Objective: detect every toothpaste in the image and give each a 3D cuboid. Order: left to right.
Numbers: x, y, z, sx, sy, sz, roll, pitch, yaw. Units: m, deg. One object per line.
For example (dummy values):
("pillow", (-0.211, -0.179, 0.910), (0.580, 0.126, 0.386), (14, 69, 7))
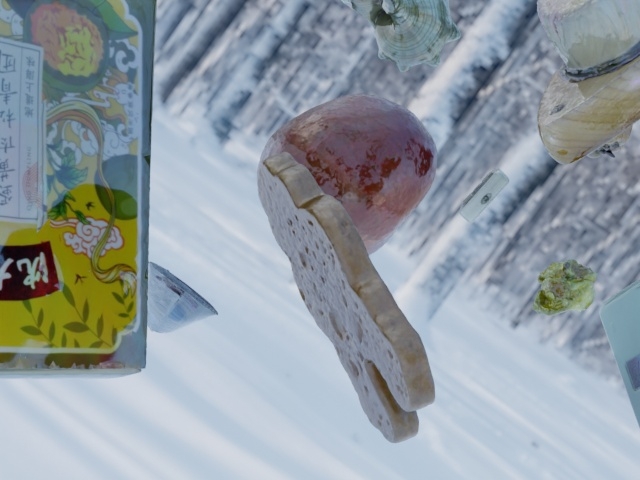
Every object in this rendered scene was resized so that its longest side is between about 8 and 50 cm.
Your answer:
("toothpaste", (-0.207, 0.084, 1.856), (0.114, 0.073, 0.299), (40, -15, -4))

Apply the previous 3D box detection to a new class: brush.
("brush", (0.340, -0.230, 1.662), (0.174, 0.266, 0.166), (-4, -51, 53))

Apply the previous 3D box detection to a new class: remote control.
("remote control", (0.242, -0.069, 1.956), (0.029, 0.087, 0.190), (42, 9, 2))
("remote control", (0.474, 0.199, 1.794), (0.140, 0.056, 0.296), (-49, -127, 58))

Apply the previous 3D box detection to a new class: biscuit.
("biscuit", (0.023, 0.043, 1.230), (0.295, 0.044, 0.186), (61, -21, 20))

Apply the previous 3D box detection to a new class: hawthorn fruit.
("hawthorn fruit", (0.047, -0.110, 2.232), (0.295, 0.311, 0.295), (63, 6, -12))

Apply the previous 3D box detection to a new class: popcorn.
("popcorn", (0.290, 0.060, 1.567), (0.068, 0.083, 0.059), (51, -2, -2))

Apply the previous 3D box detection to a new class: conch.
("conch", (0.099, -0.292, 1.631), (0.137, 0.114, 0.234), (25, -15, 33))

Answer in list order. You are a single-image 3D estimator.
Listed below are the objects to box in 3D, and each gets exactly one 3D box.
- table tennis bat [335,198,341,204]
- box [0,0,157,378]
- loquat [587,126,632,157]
("table tennis bat", (0.000, 0.000, 1.965), (0.013, 0.087, 0.156), (31, -39, 12))
("box", (-0.333, -0.079, 1.237), (0.138, 0.420, 0.373), (-4, -7, 39))
("loquat", (0.423, -0.192, 1.999), (0.113, 0.137, 0.137), (-8, -17, 23))
